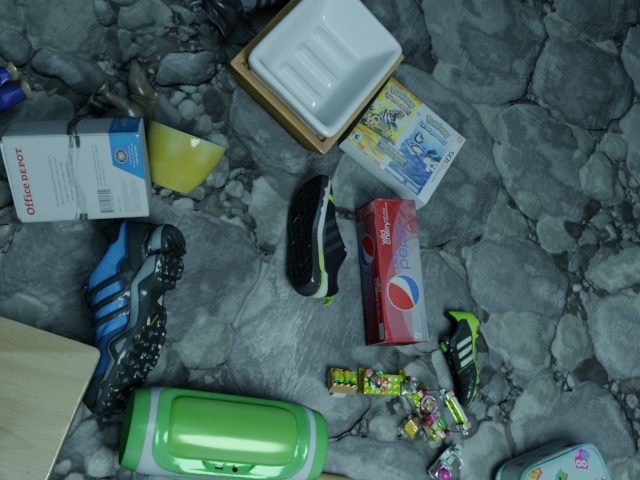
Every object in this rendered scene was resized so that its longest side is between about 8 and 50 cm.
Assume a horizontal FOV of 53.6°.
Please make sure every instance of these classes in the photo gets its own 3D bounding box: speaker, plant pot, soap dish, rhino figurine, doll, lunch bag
[{"bbox_3d":[-0.144,0.299,0.961,0.296,0.131,0.131,13,71,-19],"label":"speaker"},{"bbox_3d":[-0.236,-0.134,1.058,0.134,0.134,0.095,19,96,-15],"label":"plant pot"},{"bbox_3d":[-0.005,-0.328,1.184,0.229,0.118,0.291,43,65,-12],"label":"soap dish"},{"bbox_3d":[-0.335,-0.211,1.058,0.106,0.073,0.243,42,63,-27],"label":"rhino figurine"},{"bbox_3d":[-0.552,-0.208,0.990,0.189,0.046,0.129,-36,89,-26],"label":"doll"},{"bbox_3d":[0.447,0.517,1.141,0.224,0.108,0.279,-12,82,-29],"label":"lunch bag"}]

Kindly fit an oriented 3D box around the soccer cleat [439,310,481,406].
[{"bbox_3d":[0.258,0.218,1.183,0.072,0.060,0.179,11,65,-8],"label":"soccer cleat"}]

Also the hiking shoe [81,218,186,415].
[{"bbox_3d":[-0.310,0.112,0.981,0.132,0.113,0.304,13,76,15],"label":"hiking shoe"}]

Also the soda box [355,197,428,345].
[{"bbox_3d":[0.129,0.058,1.159,0.092,0.083,0.263,1,76,-21],"label":"soda box"}]

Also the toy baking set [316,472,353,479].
[{"bbox_3d":[-0.018,0.471,1.017,0.256,0.030,0.197,19,70,-15],"label":"toy baking set"}]

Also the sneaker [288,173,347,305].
[{"bbox_3d":[0.000,0.000,1.143,0.097,0.084,0.235,20,68,-41],"label":"sneaker"}]

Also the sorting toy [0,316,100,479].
[{"bbox_3d":[-0.472,0.235,0.866,0.257,0.089,0.255,20,69,-7],"label":"sorting toy"}]

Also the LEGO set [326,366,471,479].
[{"bbox_3d":[0.154,0.283,1.092,0.287,0.107,0.132,41,65,-6],"label":"LEGO set"}]

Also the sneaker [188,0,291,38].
[{"bbox_3d":[-0.136,-0.460,1.194,0.101,0.153,0.268,51,28,17],"label":"sneaker"}]

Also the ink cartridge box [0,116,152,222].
[{"bbox_3d":[-0.361,-0.108,0.959,0.190,0.140,0.082,-2,31,-8],"label":"ink cartridge box"}]

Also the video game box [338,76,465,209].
[{"bbox_3d":[0.168,-0.194,1.264,0.205,0.048,0.187,38,63,-8],"label":"video game box"}]
